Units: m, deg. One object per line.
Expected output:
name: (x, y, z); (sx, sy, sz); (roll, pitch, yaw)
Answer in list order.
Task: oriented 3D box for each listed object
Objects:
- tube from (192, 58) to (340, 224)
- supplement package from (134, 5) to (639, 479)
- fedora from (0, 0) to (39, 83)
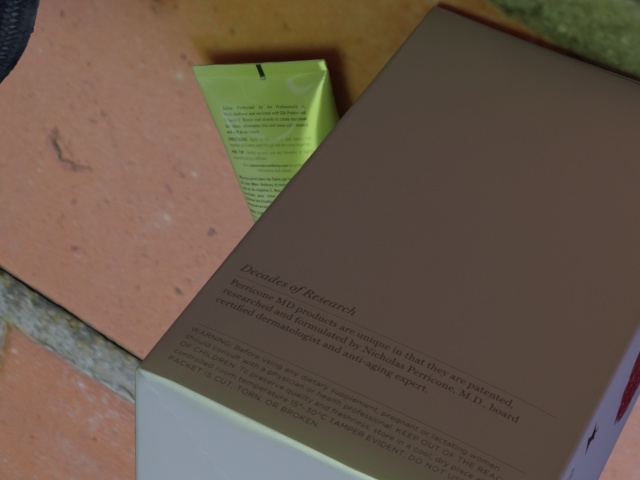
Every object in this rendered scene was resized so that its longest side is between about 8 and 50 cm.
tube: (0.000, 0.000, 0.931); (0.070, 0.062, 0.240); (-21, 117, -2)
supplement package: (0.061, 0.055, 0.753); (0.175, 0.293, 0.177); (23, 138, 16)
fedora: (-0.236, -0.233, 0.795); (0.334, 0.152, 0.334); (19, 137, 19)
